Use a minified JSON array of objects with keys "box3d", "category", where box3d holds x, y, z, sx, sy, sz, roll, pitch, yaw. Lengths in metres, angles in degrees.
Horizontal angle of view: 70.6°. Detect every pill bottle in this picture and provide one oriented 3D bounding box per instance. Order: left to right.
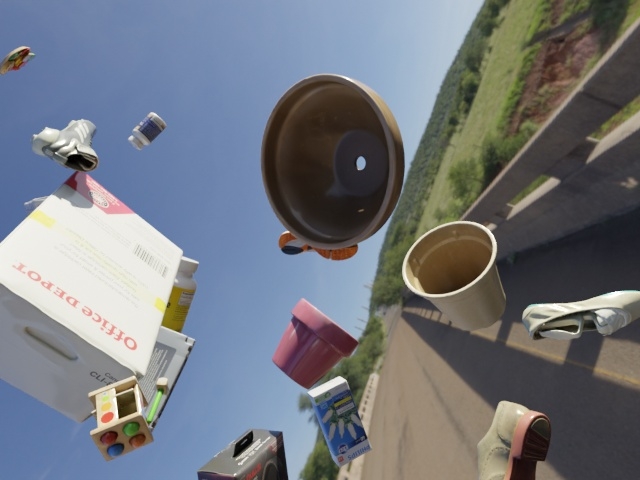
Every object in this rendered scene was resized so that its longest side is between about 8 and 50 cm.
[{"box3d":[-0.571,-0.355,1.483,0.120,0.067,0.067,-53,-17,-16],"category":"pill bottle"},{"box3d":[-0.586,0.221,1.724,0.188,0.187,0.334,37,-110,-77],"category":"pill bottle"}]

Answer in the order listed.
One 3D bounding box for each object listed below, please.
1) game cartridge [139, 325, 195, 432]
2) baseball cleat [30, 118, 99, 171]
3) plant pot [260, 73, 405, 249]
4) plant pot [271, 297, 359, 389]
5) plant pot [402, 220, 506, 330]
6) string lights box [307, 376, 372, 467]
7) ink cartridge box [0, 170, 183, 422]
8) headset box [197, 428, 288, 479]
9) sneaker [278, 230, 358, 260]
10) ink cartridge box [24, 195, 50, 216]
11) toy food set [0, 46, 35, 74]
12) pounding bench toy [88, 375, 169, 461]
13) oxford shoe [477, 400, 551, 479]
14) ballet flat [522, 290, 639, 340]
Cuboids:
[{"box3d":[-0.524,0.397,1.336,0.062,0.197,0.298,105,-175,-61],"category":"game cartridge"},{"box3d":[-0.482,-0.183,0.902,0.072,0.109,0.206,-50,13,19],"category":"baseball cleat"},{"box3d":[0.032,-0.113,0.659,0.109,0.237,0.238,-16,-52,-49],"category":"plant pot"},{"box3d":[-0.027,0.284,1.210,0.180,0.201,0.201,-52,-15,-7],"category":"plant pot"},{"box3d":[0.512,0.156,1.631,0.305,0.333,0.334,51,-128,-33],"category":"plant pot"},{"box3d":[0.067,0.629,1.579,0.133,0.260,0.076,-21,1,-18],"category":"string lights box"},{"box3d":[-0.433,0.078,0.817,0.160,0.279,0.385,-38,26,13],"category":"ink cartridge box"},{"box3d":[-0.171,0.608,1.072,0.218,0.110,0.294,-7,-90,-66],"category":"headset box"},{"box3d":[0.000,0.000,1.509,0.121,0.262,0.100,-45,-39,-72],"category":"sneaker"},{"box3d":[-0.685,0.043,1.183,0.065,0.185,0.312,-18,-77,-36],"category":"ink cartridge box"},{"box3d":[-0.669,-0.396,0.996,0.082,0.020,0.083,-40,22,3],"category":"toy food set"},{"box3d":[-0.208,0.196,0.510,0.083,0.065,0.052,-19,-53,-19],"category":"pounding bench toy"},{"box3d":[0.430,0.560,1.079,0.130,0.122,0.349,12,75,64],"category":"oxford shoe"},{"box3d":[0.560,0.169,0.952,0.086,0.248,0.086,33,-131,-49],"category":"ballet flat"}]
